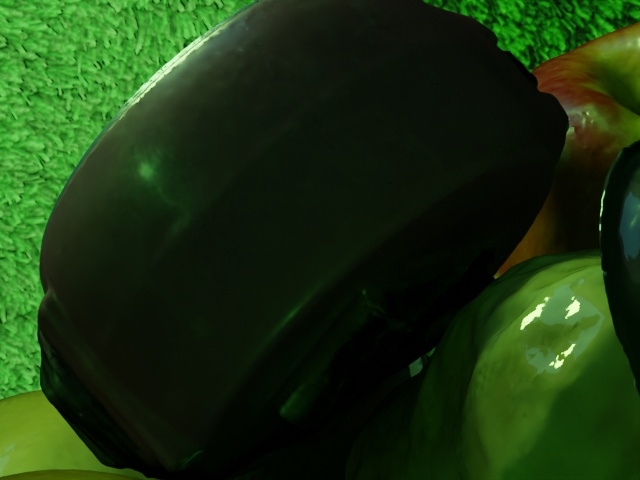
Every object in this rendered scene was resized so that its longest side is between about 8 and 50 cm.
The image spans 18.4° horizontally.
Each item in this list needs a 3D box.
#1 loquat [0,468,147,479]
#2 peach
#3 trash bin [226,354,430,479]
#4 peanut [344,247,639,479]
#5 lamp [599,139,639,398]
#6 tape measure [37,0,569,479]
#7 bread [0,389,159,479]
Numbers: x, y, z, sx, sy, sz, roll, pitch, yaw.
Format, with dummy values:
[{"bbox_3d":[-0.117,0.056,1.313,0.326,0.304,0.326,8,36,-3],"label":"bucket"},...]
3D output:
[{"bbox_3d":[-0.101,0.182,0.801,0.179,0.179,0.227,-33,-14,20],"label":"loquat"},{"bbox_3d":[0.194,0.002,1.009,0.199,0.243,0.243,-49,4,-31],"label":"peach"},{"bbox_3d":[0.031,0.135,1.130,0.175,0.175,0.161,-34,-44,21],"label":"trash bin"},{"bbox_3d":[0.097,0.086,0.821,0.147,0.147,0.319,-29,-9,-18],"label":"peanut"},{"bbox_3d":[0.226,-0.005,0.616,0.227,0.147,0.172,-25,-25,35],"label":"lamp"},{"bbox_3d":[0.000,0.000,0.866,0.245,0.149,0.231,-19,-26,-53],"label":"tape measure"},{"bbox_3d":[-0.218,0.253,1.185,0.376,0.253,0.348,-36,-4,26],"label":"bread"}]
